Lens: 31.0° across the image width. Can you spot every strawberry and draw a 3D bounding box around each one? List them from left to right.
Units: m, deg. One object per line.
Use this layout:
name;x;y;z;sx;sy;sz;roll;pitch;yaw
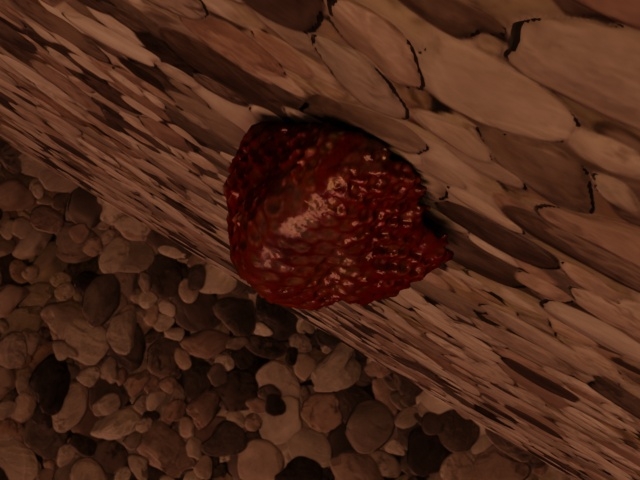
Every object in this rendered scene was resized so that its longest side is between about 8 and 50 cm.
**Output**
strawberry;-0.006;-0.003;0.802;0.175;0.107;0.236;27;170;27
